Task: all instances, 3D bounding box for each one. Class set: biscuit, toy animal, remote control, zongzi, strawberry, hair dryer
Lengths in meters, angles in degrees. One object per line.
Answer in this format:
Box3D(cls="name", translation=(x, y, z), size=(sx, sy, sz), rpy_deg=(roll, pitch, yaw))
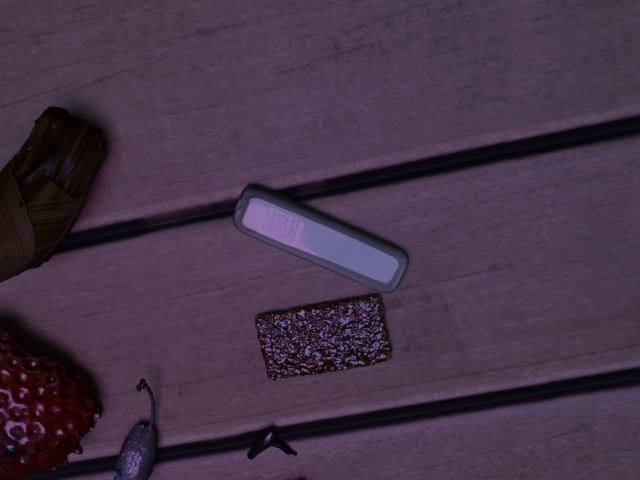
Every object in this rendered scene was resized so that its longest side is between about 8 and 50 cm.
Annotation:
Box3D(cls="biscuit", translation=(0.006, 0.172, 1.088), size=(0.231, 0.025, 0.131), rpy_deg=(-12, 102, 6))
Box3D(cls="toy animal", translation=(-0.325, 0.358, 1.122), size=(0.070, 0.079, 0.252), rpy_deg=(11, 105, -21))
Box3D(cls="remote control", translation=(0.000, -0.001, 1.043), size=(0.310, 0.038, 0.090), rpy_deg=(23, 102, -2))
Box3D(cls="zongzi", translation=(-0.451, -0.055, 0.931), size=(0.134, 0.288, 0.286), rpy_deg=(29, 103, -9))
Box3D(cls="strawberry", translation=(-0.526, 0.293, 1.065), size=(0.254, 0.150, 0.280), rpy_deg=(3, 115, -1))
Box3D(cls="hair dryer", translation=(-0.085, 0.388, 1.144), size=(0.083, 0.031, 0.079), rpy_deg=(32, 113, -12))
